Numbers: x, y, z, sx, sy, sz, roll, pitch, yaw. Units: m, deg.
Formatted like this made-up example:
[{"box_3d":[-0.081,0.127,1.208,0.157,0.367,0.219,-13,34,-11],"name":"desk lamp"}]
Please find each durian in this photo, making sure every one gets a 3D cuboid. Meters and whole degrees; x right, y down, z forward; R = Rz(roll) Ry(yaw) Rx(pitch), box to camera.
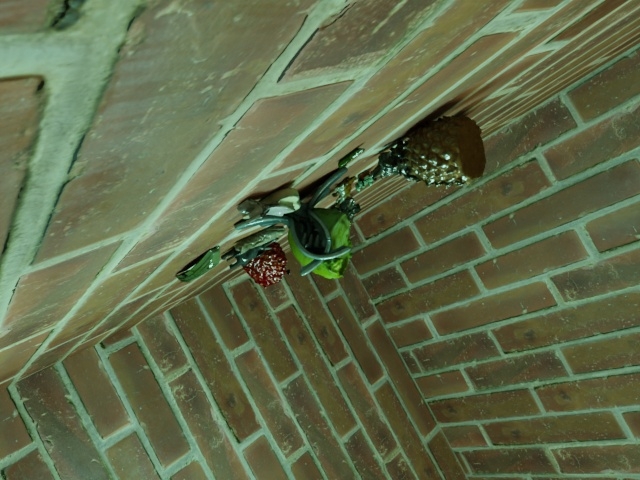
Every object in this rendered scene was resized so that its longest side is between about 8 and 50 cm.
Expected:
[{"box_3d":[0.000,0.000,2.007,0.340,0.204,0.255,15,-107,44],"name":"durian"}]

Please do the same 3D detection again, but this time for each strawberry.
[{"box_3d":[-0.273,0.100,2.316,0.234,0.233,0.178,-30,157,26],"name":"strawberry"}]

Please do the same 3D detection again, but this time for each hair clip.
[{"box_3d":[-0.139,-0.086,1.394,0.159,0.071,0.219,-23,174,33],"name":"hair clip"},{"box_3d":[-0.042,-0.030,1.704,0.392,0.238,0.318,-29,180,-3],"name":"hair clip"}]

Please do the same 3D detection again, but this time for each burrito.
[{"box_3d":[-0.238,-0.008,2.036,0.230,0.058,0.063,-29,174,-34],"name":"burrito"}]

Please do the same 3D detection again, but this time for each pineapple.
[{"box_3d":[0.318,-0.259,1.619,0.357,0.222,0.223,-6,-166,42],"name":"pineapple"},{"box_3d":[0.115,-0.132,2.572,0.170,0.141,0.310,-23,169,-11],"name":"pineapple"}]

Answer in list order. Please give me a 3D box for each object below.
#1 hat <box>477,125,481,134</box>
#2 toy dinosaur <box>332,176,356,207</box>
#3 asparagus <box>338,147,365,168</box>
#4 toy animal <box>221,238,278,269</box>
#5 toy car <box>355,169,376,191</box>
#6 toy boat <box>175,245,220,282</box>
[{"box_3d":[0.466,-0.365,1.818,0.237,0.107,0.286,-29,-159,-5],"name":"hat"},{"box_3d":[0.096,-0.203,1.950,0.142,0.057,0.212,-53,176,32],"name":"toy dinosaur"},{"box_3d":[0.086,-0.231,1.423,0.108,0.021,0.025,-32,180,44],"name":"asparagus"},{"box_3d":[-0.298,0.049,2.166,0.137,0.082,0.269,-29,177,34],"name":"toy animal"},{"box_3d":[0.169,-0.230,1.985,0.073,0.054,0.143,-30,179,-3],"name":"toy car"},{"box_3d":[-0.446,0.099,1.908,0.093,0.055,0.293,-29,179,-44],"name":"toy boat"}]
